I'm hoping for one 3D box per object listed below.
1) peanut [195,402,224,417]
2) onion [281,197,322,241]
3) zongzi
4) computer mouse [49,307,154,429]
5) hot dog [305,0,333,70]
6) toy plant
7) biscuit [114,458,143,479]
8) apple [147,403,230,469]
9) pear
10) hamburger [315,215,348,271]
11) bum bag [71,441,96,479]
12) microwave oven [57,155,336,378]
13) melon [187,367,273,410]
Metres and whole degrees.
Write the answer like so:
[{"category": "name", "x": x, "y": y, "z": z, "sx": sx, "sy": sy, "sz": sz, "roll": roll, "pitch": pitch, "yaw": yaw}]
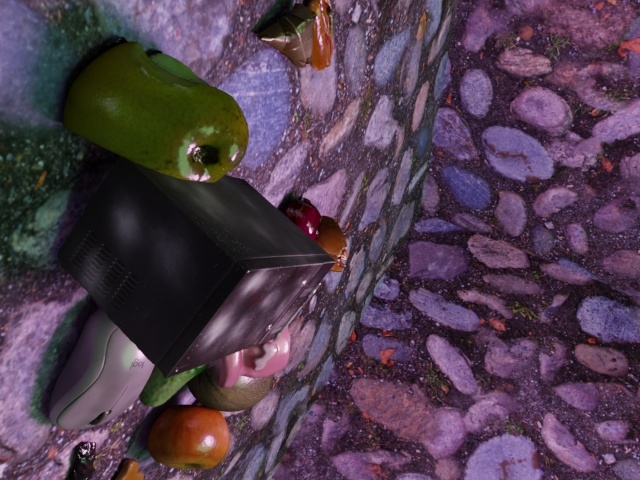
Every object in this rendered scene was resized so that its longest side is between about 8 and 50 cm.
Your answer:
[{"category": "peanut", "x": -0.381, "y": 0.599, "z": 1.777, "sx": 0.110, "sy": 0.120, "sz": 0.236, "roll": -29, "pitch": -158, "yaw": 44}, {"category": "onion", "x": -0.051, "y": -0.065, "z": 1.880, "sx": 0.198, "sy": 0.136, "sz": 0.173, "roll": -55, "pitch": 162, "yaw": -38}, {"category": "zongzi", "x": -0.085, "y": -0.465, "z": 1.384, "sx": 0.176, "sy": 0.079, "sz": 0.160, "roll": -45, "pitch": 155, "yaw": -27}, {"category": "computer mouse", "x": -0.425, "y": 0.269, "z": 1.172, "sx": 0.184, "sy": 0.121, "sz": 0.296, "roll": 26, "pitch": 89, "yaw": -60}, {"category": "hot dog", "x": 0.000, "y": -0.558, "z": 1.526, "sx": 0.092, "sy": 0.062, "sz": 0.235, "roll": -55, "pitch": 159, "yaw": -24}, {"category": "toy plant", "x": -0.259, "y": 0.226, "z": 1.372, "sx": 0.210, "sy": 0.357, "sz": 0.316, "roll": -128, "pitch": -139, "yaw": -64}, {"category": "biscuit", "x": -0.561, "y": 0.692, "z": 1.506, "sx": 0.240, "sy": 0.035, "sz": 0.158, "roll": -50, "pitch": 154, "yaw": -44}, {"category": "apple", "x": -0.370, "y": 0.549, "z": 1.614, "sx": 0.235, "sy": 0.211, "sz": 0.173, "roll": 60, "pitch": 28, "yaw": -58}, {"category": "pear", "x": -0.243, "y": -0.210, "z": 0.960, "sx": 0.159, "sy": 0.293, "sz": 0.292, "roll": -62, "pitch": 165, "yaw": 16}, {"category": "hamburger", "x": 0.000, "y": 0.000, "z": 2.003, "sx": 0.283, "sy": 0.157, "sz": 0.143, "roll": -123, "pitch": -130, "yaw": -61}, {"category": "bum bag", "x": -0.549, "y": 0.520, "z": 1.324, "sx": 0.058, "sy": 0.034, "sz": 0.124, "roll": -9, "pitch": 120, "yaw": -59}, {"category": "microwave oven", "x": -0.218, "y": 0.032, "z": 1.121, "sx": 0.236, "sy": 0.374, "sz": 0.432, "roll": -51, "pitch": 164, "yaw": 12}, {"category": "melon", "x": -0.261, "y": 0.369, "z": 1.638, "sx": 0.237, "sy": 0.238, "sz": 0.301, "roll": -64, "pitch": 156, "yaw": -9}]
